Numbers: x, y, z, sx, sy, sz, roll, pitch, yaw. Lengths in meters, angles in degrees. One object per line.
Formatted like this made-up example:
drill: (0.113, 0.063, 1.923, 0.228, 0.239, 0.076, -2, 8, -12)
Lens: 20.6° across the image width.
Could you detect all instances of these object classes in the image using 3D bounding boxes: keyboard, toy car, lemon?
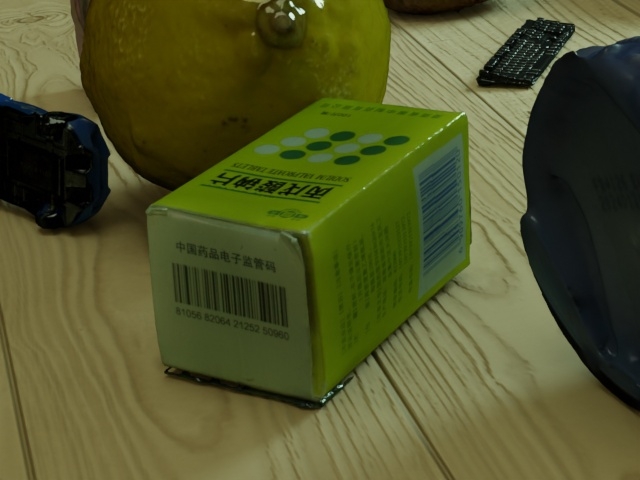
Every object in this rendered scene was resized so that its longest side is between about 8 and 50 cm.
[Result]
keyboard: (0.218, -0.198, 1.845, 0.060, 0.018, 0.195, 7, 26, 20)
toy car: (-0.261, -0.078, 1.566, 0.063, 0.103, 0.216, -13, 23, -41)
lemon: (-0.067, -0.156, 1.490, 0.268, 0.268, 0.322, -14, 14, -18)

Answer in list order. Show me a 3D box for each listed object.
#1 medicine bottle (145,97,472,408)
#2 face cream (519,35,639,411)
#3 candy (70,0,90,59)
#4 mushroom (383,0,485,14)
medicine bottle: (0.000, 0.000, 1.278, 0.137, 0.141, 0.250, 12, 28, 29)
face cream: (0.277, -0.026, 1.137, 0.225, 0.249, 0.249, -17, 26, -19)
candy: (-0.124, -0.238, 1.837, 0.265, 0.155, 0.116, -9, 20, -10)
mushroom: (0.149, -0.391, 2.086, 0.263, 0.195, 0.283, 0, 23, 26)
